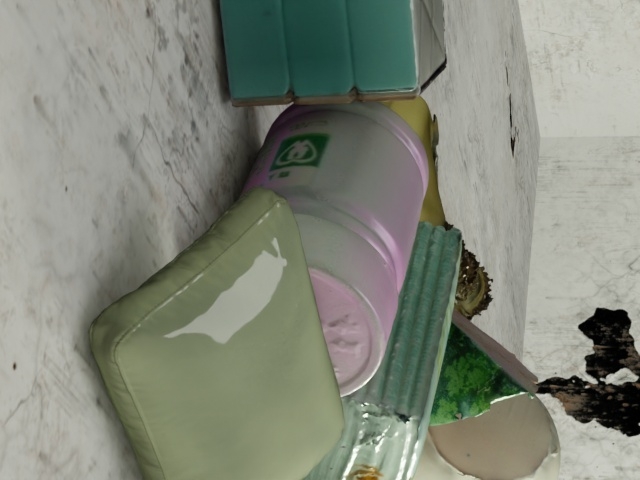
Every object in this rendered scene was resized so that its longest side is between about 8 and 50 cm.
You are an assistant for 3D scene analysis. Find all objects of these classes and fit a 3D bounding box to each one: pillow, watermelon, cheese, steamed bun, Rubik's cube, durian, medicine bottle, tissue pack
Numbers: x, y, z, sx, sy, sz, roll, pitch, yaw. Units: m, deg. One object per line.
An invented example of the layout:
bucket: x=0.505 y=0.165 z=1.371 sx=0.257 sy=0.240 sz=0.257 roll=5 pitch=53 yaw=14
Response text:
pillow: x=-0.086 y=0.136 z=1.382 sx=0.255 sy=0.119 sz=0.322 roll=-40 pitch=134 yaw=-32
watermelon: x=0.167 y=0.211 z=2.213 sx=0.222 sy=0.319 sz=0.292 roll=-54 pitch=165 yaw=9
cheese: x=0.122 y=-0.089 z=2.237 sx=0.316 sy=0.128 sz=0.260 roll=-68 pitch=147 yaw=-67
steamed bun: x=0.260 y=0.390 z=2.464 sx=0.309 sy=0.309 sz=0.309 roll=0 pitch=90 yaw=-75
Rubik's cube: x=0.016 y=-0.285 z=1.636 sx=0.221 sy=0.224 sz=0.231 roll=-50 pitch=136 yaw=-69
durian: x=0.219 y=0.053 z=2.521 sx=0.196 sy=0.167 sz=0.196 roll=-10 pitch=90 yaw=-88
medicine bottle: x=0.000 y=0.000 z=1.614 sx=0.325 sy=0.212 sz=0.212 roll=-73 pitch=157 yaw=-49
tissue pack: x=0.071 y=0.178 z=1.865 sx=0.388 sy=0.162 sz=0.287 roll=-72 pitch=177 yaw=-50
